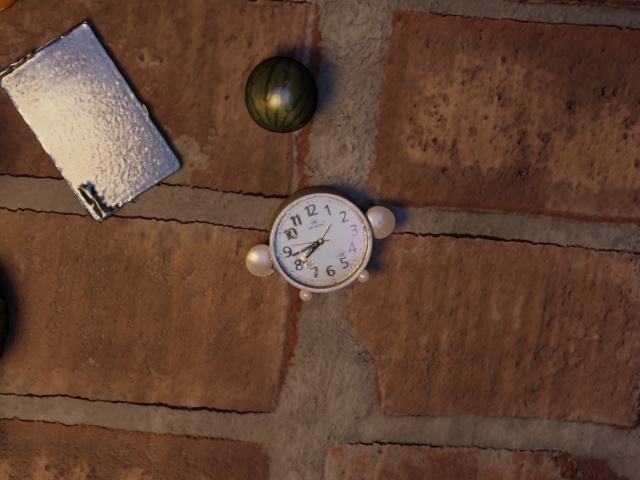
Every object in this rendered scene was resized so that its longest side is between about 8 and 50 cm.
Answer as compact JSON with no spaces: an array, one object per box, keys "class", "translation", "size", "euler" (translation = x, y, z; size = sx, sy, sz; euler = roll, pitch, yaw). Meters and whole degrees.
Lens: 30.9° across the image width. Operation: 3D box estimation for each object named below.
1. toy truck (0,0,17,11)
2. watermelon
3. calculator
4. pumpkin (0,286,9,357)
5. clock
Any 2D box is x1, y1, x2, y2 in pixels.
[{"class":"toy truck","translation":[-0.540,-0.358,1.546],"size":[0.265,0.189,0.239],"euler":[-46,109,5]},{"class":"watermelon","translation":[-0.053,-0.220,1.651],"size":[0.105,0.105,0.133],"euler":[12,86,-7]},{"class":"calculator","translation":[-0.331,-0.169,1.677],"size":[0.161,0.021,0.261],"euler":[-31,102,1]},{"class":"pumpkin","translation":[-0.554,0.119,1.645],"size":[0.224,0.157,0.223],"euler":[0,90,-9]},{"class":"clock","translation":[0.000,0.000,1.718],"size":[0.229,0.063,0.155],"euler":[-19,104,2]}]
